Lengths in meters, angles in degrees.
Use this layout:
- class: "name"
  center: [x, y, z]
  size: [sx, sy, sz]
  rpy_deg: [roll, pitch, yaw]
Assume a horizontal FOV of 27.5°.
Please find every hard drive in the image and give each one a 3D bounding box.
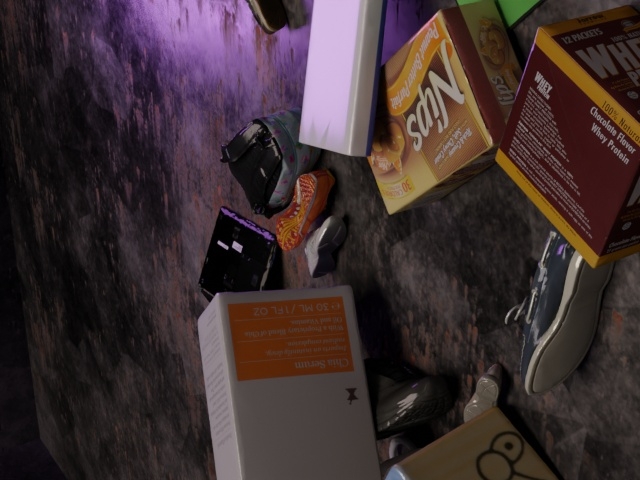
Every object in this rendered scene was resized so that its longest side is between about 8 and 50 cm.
- class: "hard drive"
  center: [0.035, -0.286, 1.824]
  size: [0.210, 0.040, 0.319]
  rpy_deg: [-155, 70, -68]

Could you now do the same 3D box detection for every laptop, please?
- class: "laptop"
  center: [-0.123, 0.098, 2.514]
  size: [0.234, 0.136, 0.264]
  rpy_deg: [28, 104, 54]

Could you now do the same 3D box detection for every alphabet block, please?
- class: "alphabet block"
  center: [0.205, 0.384, 1.826]
  size: [0.192, 0.197, 0.193]
  rpy_deg: [52, 147, 23]

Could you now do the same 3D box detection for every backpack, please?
- class: "backpack"
  center: [-0.078, -0.143, 2.173]
  size: [0.152, 0.115, 0.182]
  rpy_deg: [52, 148, 13]

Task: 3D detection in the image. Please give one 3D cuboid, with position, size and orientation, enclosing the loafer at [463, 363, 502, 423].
- class: "loafer"
  center: [0.239, 0.226, 1.878]
  size: [0.045, 0.039, 0.125]
  rpy_deg: [26, 140, 12]

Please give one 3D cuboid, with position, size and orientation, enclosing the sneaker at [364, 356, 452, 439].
- class: "sneaker"
  center: [0.107, 0.240, 2.064]
  size: [0.286, 0.109, 0.130]
  rpy_deg: [-35, 66, 59]

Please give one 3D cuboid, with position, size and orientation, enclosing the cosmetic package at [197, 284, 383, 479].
- class: "cosmetic package"
  center: [-0.043, 0.310, 2.038]
  size: [0.161, 0.230, 0.453]
  rpy_deg: [131, 132, -65]

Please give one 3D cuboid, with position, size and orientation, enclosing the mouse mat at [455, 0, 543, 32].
- class: "mouse mat"
  center: [0.214, -0.335, 1.622]
  size: [0.153, 0.007, 0.189]
  rpy_deg: [69, 154, 9]

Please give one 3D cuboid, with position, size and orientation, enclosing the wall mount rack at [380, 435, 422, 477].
- class: "wall mount rack"
  center: [0.150, 0.504, 2.099]
  size: [0.350, 0.130, 0.304]
  rpy_deg: [56, 149, 32]

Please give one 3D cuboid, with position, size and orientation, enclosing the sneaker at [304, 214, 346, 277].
- class: "sneaker"
  center: [0.000, 0.000, 2.176]
  size: [0.061, 0.053, 0.152]
  rpy_deg: [62, 152, 26]

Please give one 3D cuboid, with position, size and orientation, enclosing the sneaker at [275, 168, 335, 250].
- class: "sneaker"
  center: [-0.022, -0.045, 2.166]
  size: [0.064, 0.067, 0.175]
  rpy_deg: [55, 136, 24]

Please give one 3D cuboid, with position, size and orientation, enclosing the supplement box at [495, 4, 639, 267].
- class: "supplement box"
  center: [0.316, -0.115, 1.419]
  size: [0.191, 0.129, 0.194]
  rpy_deg: [53, 148, 34]

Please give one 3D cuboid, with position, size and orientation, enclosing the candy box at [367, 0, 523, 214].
- class: "candy box"
  center: [0.155, -0.168, 1.734]
  size: [0.316, 0.087, 0.183]
  rpy_deg: [-35, 74, 64]

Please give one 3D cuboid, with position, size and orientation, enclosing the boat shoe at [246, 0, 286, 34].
- class: "boat shoe"
  center: [-0.106, -0.407, 2.134]
  size: [0.049, 0.056, 0.152]
  rpy_deg: [-28, 81, 58]

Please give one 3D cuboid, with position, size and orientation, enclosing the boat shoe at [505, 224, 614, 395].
- class: "boat shoe"
  center: [0.290, 0.081, 1.622]
  size: [0.079, 0.095, 0.255]
  rpy_deg: [46, 142, 40]
